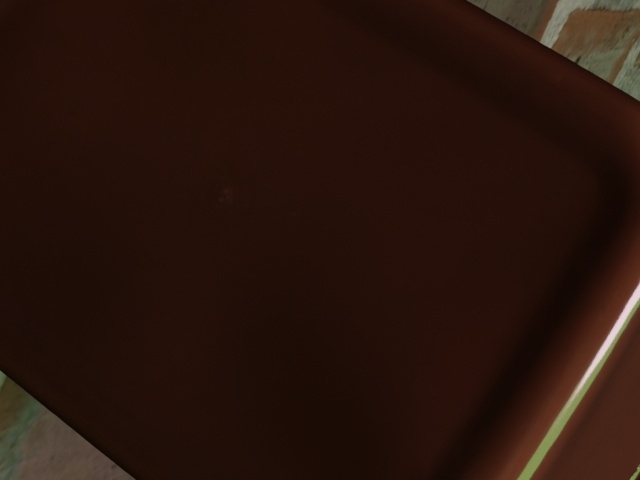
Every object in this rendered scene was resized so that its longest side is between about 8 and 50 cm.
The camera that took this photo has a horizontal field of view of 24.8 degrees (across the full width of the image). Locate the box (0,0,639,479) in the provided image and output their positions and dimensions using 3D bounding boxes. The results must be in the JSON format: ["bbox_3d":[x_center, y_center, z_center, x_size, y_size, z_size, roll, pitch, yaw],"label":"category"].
[{"bbox_3d":[0.000,0.000,0.656,0.239,0.339,0.229,-58,157,4],"label":"box"}]
